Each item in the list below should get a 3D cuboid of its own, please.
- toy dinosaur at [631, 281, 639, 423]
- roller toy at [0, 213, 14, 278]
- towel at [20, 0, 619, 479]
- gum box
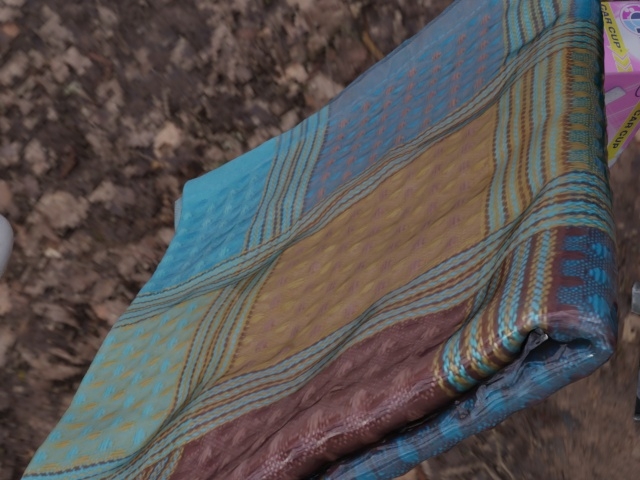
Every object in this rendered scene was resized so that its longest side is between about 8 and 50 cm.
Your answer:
[{"bbox_3d":[0.200,-0.015,0.350,0.218,0.322,0.164,6,65,19],"label":"toy dinosaur"},{"bbox_3d":[-0.374,0.034,1.201,0.146,0.191,0.209,37,109,-21],"label":"roller toy"},{"bbox_3d":[0.000,0.000,0.555,0.271,0.370,0.040,-33,107,23],"label":"towel"},{"bbox_3d":[0.166,-0.090,0.969,0.107,0.188,0.062,-4,62,-15],"label":"gum box"}]
